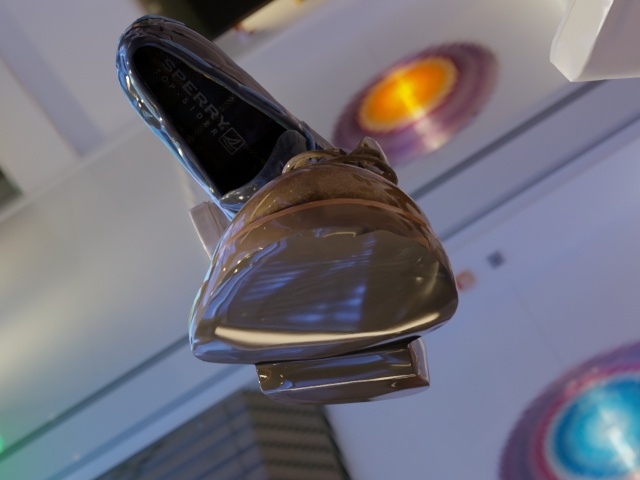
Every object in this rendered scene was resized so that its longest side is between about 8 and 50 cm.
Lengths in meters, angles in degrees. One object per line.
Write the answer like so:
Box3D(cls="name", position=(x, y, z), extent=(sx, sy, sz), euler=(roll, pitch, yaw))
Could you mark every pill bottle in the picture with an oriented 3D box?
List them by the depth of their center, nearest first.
Box3D(cls="pill bottle", position=(-0.061, -0.038, 1.954), extent=(0.108, 0.180, 0.108), euler=(155, 90, -90))

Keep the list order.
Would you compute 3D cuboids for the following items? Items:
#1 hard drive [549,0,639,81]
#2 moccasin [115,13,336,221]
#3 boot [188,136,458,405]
Box3D(cls="hard drive", position=(0.323, -0.212, 1.153), extent=(0.307, 0.203, 0.040), euler=(-8, -136, -33))
Box3D(cls="moccasin", position=(-0.060, -0.056, 1.438), extent=(0.342, 0.137, 0.117), euler=(38, -171, -6))
Box3D(cls="boot", position=(0.000, 0.000, 0.722), extent=(0.305, 0.112, 0.115), euler=(79, -172, -77))
